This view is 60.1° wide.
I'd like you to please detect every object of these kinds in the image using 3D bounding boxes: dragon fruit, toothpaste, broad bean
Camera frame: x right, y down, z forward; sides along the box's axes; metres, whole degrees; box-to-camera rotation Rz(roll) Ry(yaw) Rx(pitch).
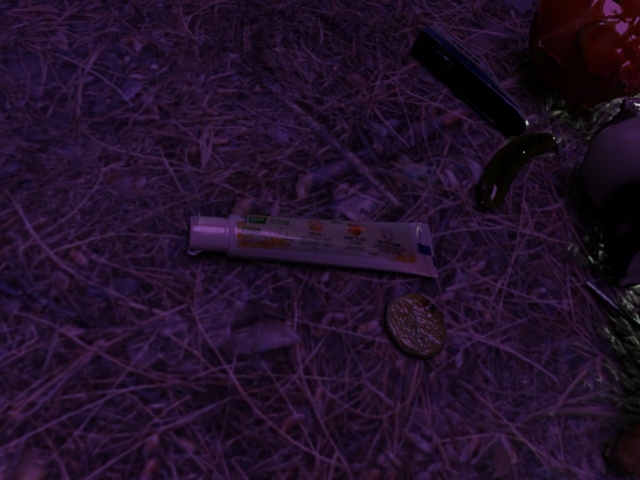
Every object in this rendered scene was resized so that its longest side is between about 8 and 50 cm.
[{"bbox_3d":[0.463,-0.330,0.914,0.224,0.224,0.227,-23,69,-27],"label":"dragon fruit"},{"bbox_3d":[0.000,0.000,0.673,0.314,0.058,0.056,5,16,-19],"label":"toothpaste"},{"bbox_3d":[0.299,-0.116,0.840,0.227,0.039,0.069,-32,80,-31],"label":"broad bean"}]

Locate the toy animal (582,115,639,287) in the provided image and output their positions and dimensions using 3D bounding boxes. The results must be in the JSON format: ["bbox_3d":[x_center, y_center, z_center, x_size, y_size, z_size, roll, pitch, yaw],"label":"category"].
[{"bbox_3d":[0.475,-0.068,0.788,0.187,0.165,0.235,27,52,-36],"label":"toy animal"}]

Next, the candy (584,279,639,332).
[{"bbox_3d":[0.468,0.153,0.726,0.084,0.078,0.287,-31,65,-26],"label":"candy"}]

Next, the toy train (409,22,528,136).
[{"bbox_3d":[0.250,-0.259,0.900,0.234,0.052,0.051,44,53,11],"label":"toy train"}]

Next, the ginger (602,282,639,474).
[{"bbox_3d":[0.444,0.130,0.665,0.148,0.081,0.333,30,71,5],"label":"ginger"}]

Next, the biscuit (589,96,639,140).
[{"bbox_3d":[0.574,-0.183,0.922,0.239,0.108,0.062,-2,59,-19],"label":"biscuit"}]

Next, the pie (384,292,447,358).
[{"bbox_3d":[0.117,0.103,0.666,0.085,0.017,0.085,9,58,-14],"label":"pie"}]
